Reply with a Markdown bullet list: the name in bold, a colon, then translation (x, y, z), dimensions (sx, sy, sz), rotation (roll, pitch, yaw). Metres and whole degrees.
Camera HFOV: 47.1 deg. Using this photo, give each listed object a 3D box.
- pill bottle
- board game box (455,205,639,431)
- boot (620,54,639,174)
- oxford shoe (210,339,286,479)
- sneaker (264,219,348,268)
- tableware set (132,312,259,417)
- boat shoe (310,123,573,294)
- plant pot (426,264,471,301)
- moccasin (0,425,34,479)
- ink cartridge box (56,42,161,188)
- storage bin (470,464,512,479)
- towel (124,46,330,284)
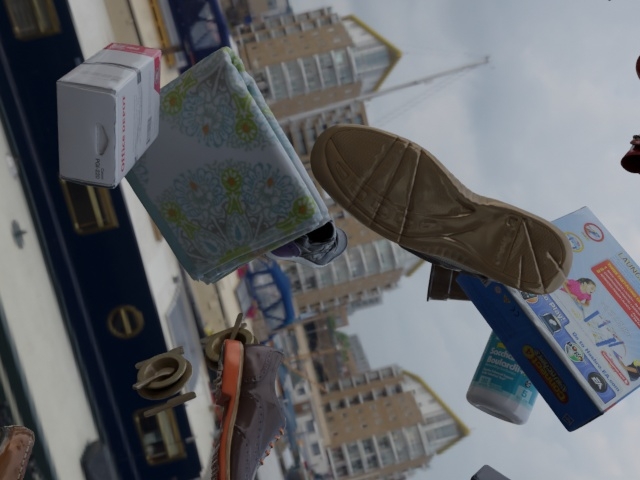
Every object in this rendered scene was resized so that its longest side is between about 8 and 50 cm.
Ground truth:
- **pill bottle**: translation (0.442, 0.270, 1.664), dimensions (0.146, 0.146, 0.264), rotation (89, 26, -74)
- **board game box**: translation (0.436, 0.117, 1.238), dimensions (0.308, 0.302, 0.086), rotation (56, -37, 21)
- **boot**: translation (0.446, -0.166, 0.963), dimensions (0.088, 0.176, 0.244), rotation (78, -9, -47)
- **oxford shoe**: translation (-0.092, 0.268, 0.981), dimensions (0.097, 0.098, 0.271), rotation (129, -35, -66)
- **sneaker**: translation (0.000, 0.000, 1.621), dimensions (0.283, 0.124, 0.107), rotation (0, 78, -54)
- **tableware set**: translation (-0.188, 0.177, 1.107), dimensions (0.128, 0.194, 0.039), rotation (-125, -162, -56)
- **boat shoe**: translation (0.116, -0.024, 0.758), dimensions (0.092, 0.285, 0.102), rotation (131, -17, -78)
- **plant pot**: translation (0.306, 0.055, 1.471), dimensions (0.167, 0.165, 0.167), rotation (10, 90, -80)
- **moccasin**: translation (-0.379, 0.414, 0.872), dimensions (0.139, 0.147, 0.380), rotation (-16, -112, 60)
- **ink cartridge box**: translation (-0.322, -0.198, 1.136), dimensions (0.218, 0.092, 0.158), rotation (-81, 180, -60)
- **storage bin**: translation (0.330, 0.480, 1.351), dimensions (0.135, 0.098, 0.091), rotation (28, -56, 34)
- **towel**: translation (-0.197, -0.126, 1.391), dimensions (0.374, 0.321, 0.090), rotation (59, 25, -11)
